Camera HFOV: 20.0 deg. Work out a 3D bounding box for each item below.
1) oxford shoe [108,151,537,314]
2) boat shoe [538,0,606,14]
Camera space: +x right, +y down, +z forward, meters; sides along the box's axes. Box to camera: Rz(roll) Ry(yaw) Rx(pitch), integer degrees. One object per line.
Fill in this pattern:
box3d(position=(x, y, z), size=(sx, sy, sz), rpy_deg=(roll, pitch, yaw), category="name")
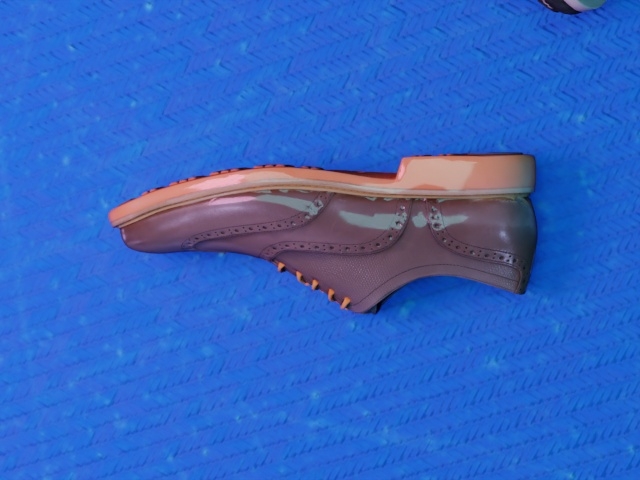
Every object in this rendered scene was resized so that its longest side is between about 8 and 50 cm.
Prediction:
box3d(position=(0.000, 0.000, 1.522), size=(0.364, 0.130, 0.132), rpy_deg=(-3, 93, 11), category="oxford shoe")
box3d(position=(0.124, -0.326, 1.524), size=(0.113, 0.127, 0.340), rpy_deg=(-30, 89, 38), category="boat shoe")
